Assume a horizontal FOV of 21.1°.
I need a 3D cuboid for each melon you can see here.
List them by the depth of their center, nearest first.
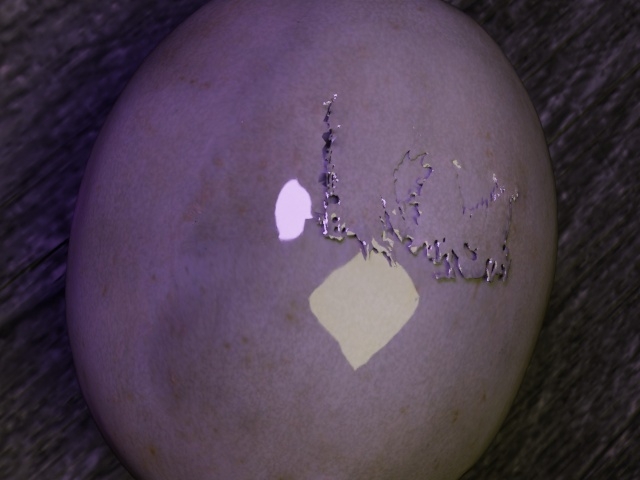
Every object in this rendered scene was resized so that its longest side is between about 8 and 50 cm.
[{"bbox_3d":[0.000,0.000,0.941,0.268,0.268,0.330,23,78,-32],"label":"melon"}]
